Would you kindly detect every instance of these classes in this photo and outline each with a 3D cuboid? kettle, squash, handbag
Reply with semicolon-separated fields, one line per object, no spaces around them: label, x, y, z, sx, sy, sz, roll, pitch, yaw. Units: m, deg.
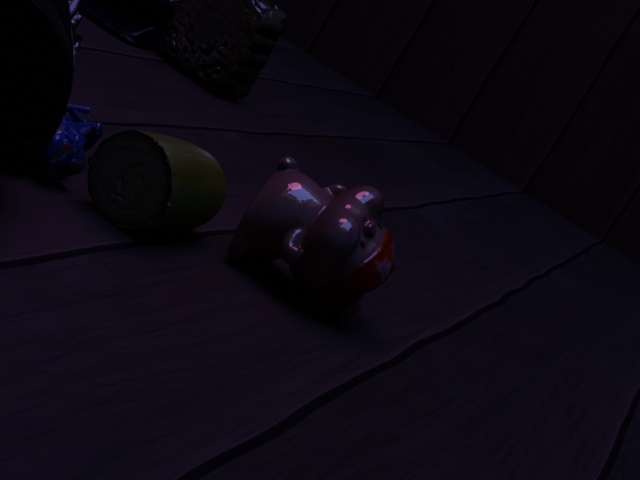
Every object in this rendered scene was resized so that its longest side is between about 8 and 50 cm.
kettle;-0.419;-0.224;1.208;0.321;0.228;0.324;-10;30;-4
squash;-0.178;-0.068;1.349;0.123;0.123;0.187;37;16;24
handbag;-0.418;-0.531;2.429;0.303;0.122;0.329;35;13;17

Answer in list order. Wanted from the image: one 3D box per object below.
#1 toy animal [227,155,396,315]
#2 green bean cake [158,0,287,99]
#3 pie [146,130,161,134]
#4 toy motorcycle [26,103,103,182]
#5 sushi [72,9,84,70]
toy animal;0.000;0.000;1.411;0.198;0.171;0.171;28;14;4
green bean cake;-0.203;-0.434;2.306;0.222;0.227;0.125;38;14;27
pie;-0.228;-0.135;1.665;0.084;0.021;0.084;33;12;-8
toy motorcycle;-0.325;-0.125;1.335;0.114;0.076;0.205;31;18;-8
sushi;-0.393;-0.264;1.520;0.115;0.147;0.212;24;17;-21
